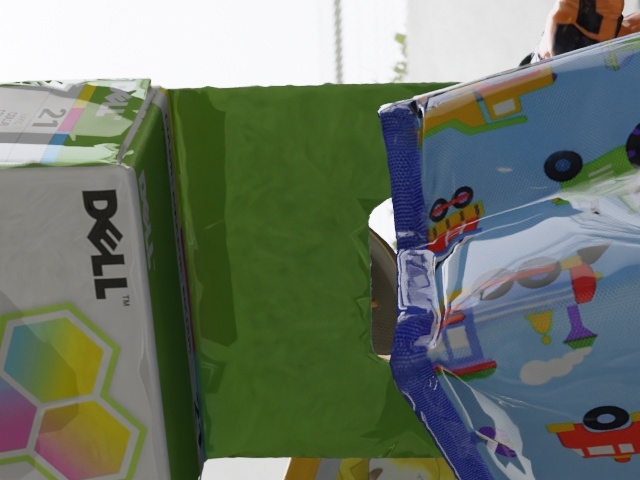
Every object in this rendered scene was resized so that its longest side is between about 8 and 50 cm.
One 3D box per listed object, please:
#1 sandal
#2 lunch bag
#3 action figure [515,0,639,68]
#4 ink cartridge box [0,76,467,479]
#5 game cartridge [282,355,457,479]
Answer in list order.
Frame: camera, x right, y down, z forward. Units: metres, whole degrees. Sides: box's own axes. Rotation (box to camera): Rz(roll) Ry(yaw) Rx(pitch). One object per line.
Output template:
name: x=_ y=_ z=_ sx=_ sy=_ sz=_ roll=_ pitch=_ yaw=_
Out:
sandal: x=0.000 y=0.000 z=0.863 sx=0.049 sy=0.072 sz=0.180 roll=-30 pitch=-87 yaw=-42
lunch bag: x=0.171 y=0.067 z=0.482 sx=0.221 sy=0.138 sz=0.293 roll=-15 pitch=-50 yaw=14
action figure: x=0.228 y=-0.121 z=1.005 sx=0.341 sy=0.178 sz=0.330 roll=-11 pitch=-46 yaw=-46
ink cartridge box: x=-0.059 y=0.037 z=0.517 sx=0.255 sy=0.097 sz=0.188 roll=-1 pitch=-65 yaw=4
game cartridge: x=0.062 y=0.259 z=0.945 sx=0.053 sy=0.285 sz=0.323 roll=24 pitch=-95 yaw=-46
